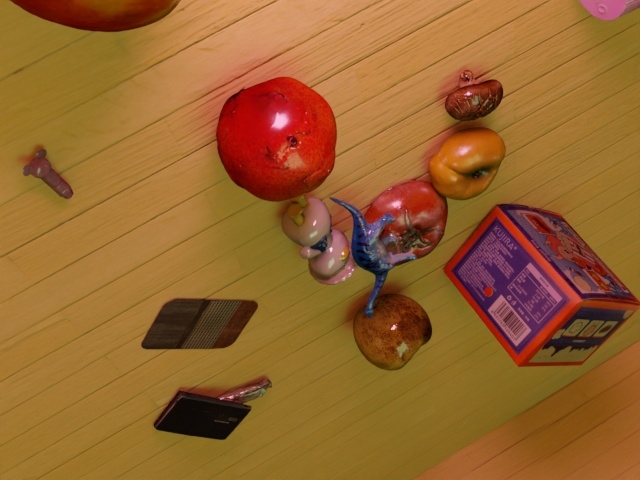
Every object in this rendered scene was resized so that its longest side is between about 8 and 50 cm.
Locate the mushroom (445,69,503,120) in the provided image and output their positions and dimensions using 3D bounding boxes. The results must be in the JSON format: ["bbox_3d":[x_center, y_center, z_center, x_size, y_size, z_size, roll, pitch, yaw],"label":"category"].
[{"bbox_3d":[0.310,-0.285,1.544,0.126,0.085,0.109,-18,142,-13],"label":"mushroom"}]

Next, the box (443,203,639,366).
[{"bbox_3d":[0.576,0.118,1.996,0.319,0.348,0.256,7,128,-41],"label":"box"}]

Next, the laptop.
[{"bbox_3d":[-0.297,0.448,1.933,0.207,0.026,0.154,21,121,-33],"label":"laptop"}]

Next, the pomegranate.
[{"bbox_3d":[-0.067,-0.168,1.291,0.210,0.210,0.235,-41,168,10],"label":"pomegranate"}]

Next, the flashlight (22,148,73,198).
[{"bbox_3d":[-0.434,-0.102,1.227,0.052,0.031,0.110,-54,151,-14],"label":"flashlight"}]

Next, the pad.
[{"bbox_3d":[-0.294,0.264,1.738,0.250,0.055,0.323,5,112,-42],"label":"pad"}]

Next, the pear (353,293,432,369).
[{"bbox_3d":[0.178,0.229,1.966,0.197,0.197,0.197,-21,142,-17],"label":"pear"}]

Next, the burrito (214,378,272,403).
[{"bbox_3d":[-0.203,0.403,1.984,0.171,0.042,0.051,-17,146,-17],"label":"burrito"}]

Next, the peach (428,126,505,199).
[{"bbox_3d":[0.320,-0.169,1.673,0.179,0.103,0.179,-18,140,-16],"label":"peach"}]

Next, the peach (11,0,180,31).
[{"bbox_3d":[-0.263,-0.374,0.874,0.281,0.280,0.238,-29,-173,-6],"label":"peach"}]

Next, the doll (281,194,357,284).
[{"bbox_3d":[0.000,0.000,1.610,0.119,0.138,0.293,1,148,22],"label":"doll"}]

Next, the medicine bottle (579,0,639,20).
[{"bbox_3d":[0.624,-0.543,1.411,0.291,0.178,0.178,-27,144,-8],"label":"medicine bottle"}]

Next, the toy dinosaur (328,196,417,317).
[{"bbox_3d":[0.118,0.011,1.632,0.144,0.076,0.329,-30,126,-17],"label":"toy dinosaur"}]

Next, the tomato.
[{"bbox_3d":[0.199,-0.024,1.755,0.237,0.095,0.236,-20,142,-17],"label":"tomato"}]
